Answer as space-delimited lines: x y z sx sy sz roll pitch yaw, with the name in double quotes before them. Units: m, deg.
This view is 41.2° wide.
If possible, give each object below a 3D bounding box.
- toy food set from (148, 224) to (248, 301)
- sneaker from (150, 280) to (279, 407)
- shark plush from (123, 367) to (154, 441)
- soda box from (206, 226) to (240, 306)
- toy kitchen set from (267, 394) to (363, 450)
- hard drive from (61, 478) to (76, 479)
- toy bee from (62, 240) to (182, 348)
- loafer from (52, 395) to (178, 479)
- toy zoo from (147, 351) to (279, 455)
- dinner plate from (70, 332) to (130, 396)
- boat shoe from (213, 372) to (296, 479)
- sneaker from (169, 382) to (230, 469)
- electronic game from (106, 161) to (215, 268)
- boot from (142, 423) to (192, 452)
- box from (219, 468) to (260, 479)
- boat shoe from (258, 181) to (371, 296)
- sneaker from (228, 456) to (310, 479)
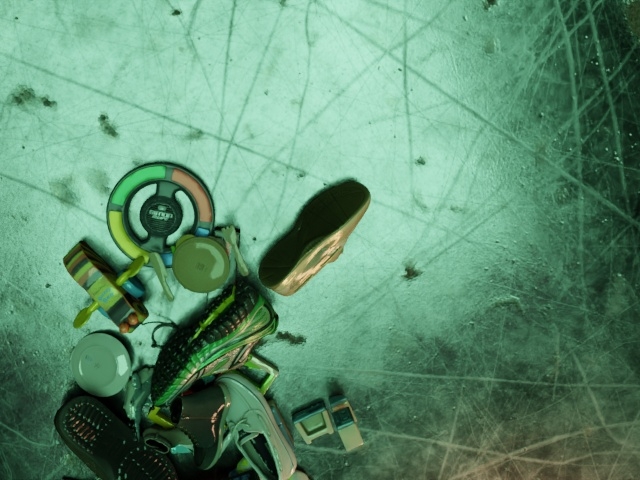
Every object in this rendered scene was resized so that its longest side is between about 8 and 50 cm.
"toy food set" -0.252 0.046 1.797 0.192 0.038 0.132 -18 102 6
"sneaker" -0.228 0.248 1.807 0.343 0.134 0.146 -41 122 13
"shark plush" -0.387 0.351 1.846 0.067 0.161 0.073 15 141 -25
"soda box" -0.210 0.058 1.839 0.060 0.053 0.169 6 100 -7
"toy kitchen set" -0.030 0.408 1.871 0.207 0.166 0.122 -25 103 0
"hard drive" -0.535 0.676 1.934 0.172 0.054 0.255 12 100 -8
"toy bee" -0.412 0.122 1.779 0.298 0.162 0.195 24 97 -10
"loafer" -0.450 0.472 1.882 0.134 0.130 0.366 -46 115 -29
"toy zoo" -0.253 0.359 1.909 0.192 0.030 0.293 34 96 -11
"dinner plate" -0.482 0.273 1.854 0.141 0.017 0.141 1 93 12
"boat shoe" -0.153 0.411 1.840 0.096 0.088 0.268 -29 90 21
"sneaker" -0.274 0.405 1.824 0.118 0.083 0.222 -5 120 -34
"electronic game" -0.339 -0.052 1.807 0.229 0.048 0.229 -1 101 -5
"boot" -0.331 0.437 1.857 0.118 0.087 0.042 17 101 -8
"box" -0.251 0.663 1.862 0.322 0.079 0.257 -17 114 -3
"boat shoe" 0.000 0.000 1.833 0.302 0.109 0.098 -46 142 4
"sneaker" -0.110 0.569 1.952 0.126 0.091 0.240 -32 117 33
